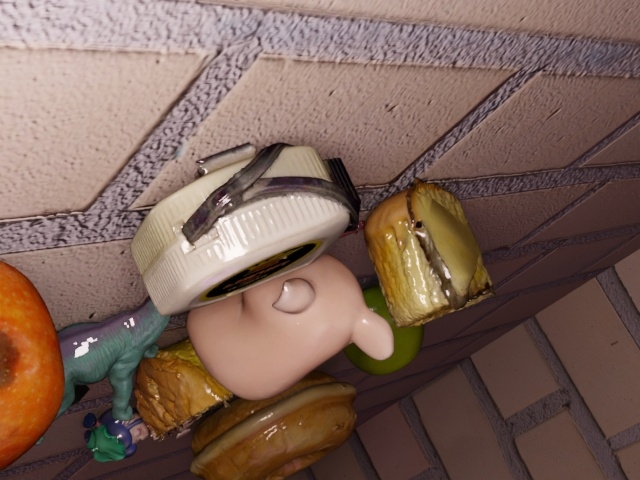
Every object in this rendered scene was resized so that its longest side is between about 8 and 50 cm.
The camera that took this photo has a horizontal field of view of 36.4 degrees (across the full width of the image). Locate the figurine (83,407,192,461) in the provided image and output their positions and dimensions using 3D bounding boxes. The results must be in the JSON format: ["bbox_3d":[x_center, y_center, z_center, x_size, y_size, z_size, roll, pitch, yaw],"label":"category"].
[{"bbox_3d":[-0.348,0.351,1.835,0.195,0.102,0.111,-19,150,-32],"label":"figurine"}]

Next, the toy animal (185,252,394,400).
[{"bbox_3d":[-0.052,0.101,1.328,0.195,0.213,0.256,26,128,-30],"label":"toy animal"}]

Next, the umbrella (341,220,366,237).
[{"bbox_3d":[0.000,0.000,1.436,0.165,0.025,0.027,-20,133,-25],"label":"umbrella"}]

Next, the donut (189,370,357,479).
[{"bbox_3d":[-0.107,0.462,2.350,0.448,0.198,0.449,-26,162,-9],"label":"donut"}]

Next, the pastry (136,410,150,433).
[{"bbox_3d":[-0.316,0.346,1.941,0.140,0.056,0.080,-23,171,-35],"label":"pastry"}]

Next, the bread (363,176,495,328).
[{"bbox_3d":[0.149,0.018,1.435,0.162,0.204,0.262,-20,170,20],"label":"bread"}]

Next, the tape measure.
[{"bbox_3d":[-0.062,-0.032,1.081,0.271,0.133,0.231,-19,169,-28],"label":"tape measure"}]

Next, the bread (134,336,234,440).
[{"bbox_3d":[-0.212,0.223,1.590,0.160,0.147,0.260,-27,172,-31],"label":"bread"}]

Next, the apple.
[{"bbox_3d":[-0.367,0.122,0.928,0.230,0.230,0.230,-24,163,-8],"label":"apple"}]

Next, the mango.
[{"bbox_3d":[0.122,0.174,1.947,0.175,0.143,0.293,-20,153,-2],"label":"mango"}]

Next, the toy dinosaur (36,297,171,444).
[{"bbox_3d":[-0.317,0.126,1.256,0.383,0.129,0.331,-18,150,-24],"label":"toy dinosaur"}]

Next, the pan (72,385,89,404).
[{"bbox_3d":[-0.447,0.239,1.434,0.202,0.048,0.128,-15,158,-39],"label":"pan"}]
